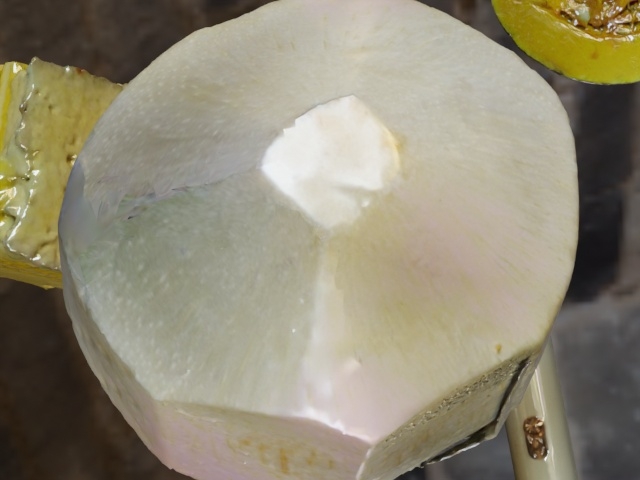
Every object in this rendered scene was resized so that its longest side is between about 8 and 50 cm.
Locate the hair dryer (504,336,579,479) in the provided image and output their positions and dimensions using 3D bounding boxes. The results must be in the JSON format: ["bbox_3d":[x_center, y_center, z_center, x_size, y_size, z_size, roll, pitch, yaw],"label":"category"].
[{"bbox_3d":[0.210,0.218,1.707,0.203,0.128,0.362,44,-145,-71],"label":"hair dryer"}]

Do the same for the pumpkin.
[{"bbox_3d":[0.249,-0.237,1.632,0.110,0.217,0.217,89,179,-82],"label":"pumpkin"}]

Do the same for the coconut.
[{"bbox_3d":[0.000,0.000,1.183,0.352,0.352,0.353,-3,-90,-87],"label":"coconut"}]

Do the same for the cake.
[{"bbox_3d":[-0.327,-0.069,2.010,0.227,0.286,0.222,18,-101,-41],"label":"cake"}]
